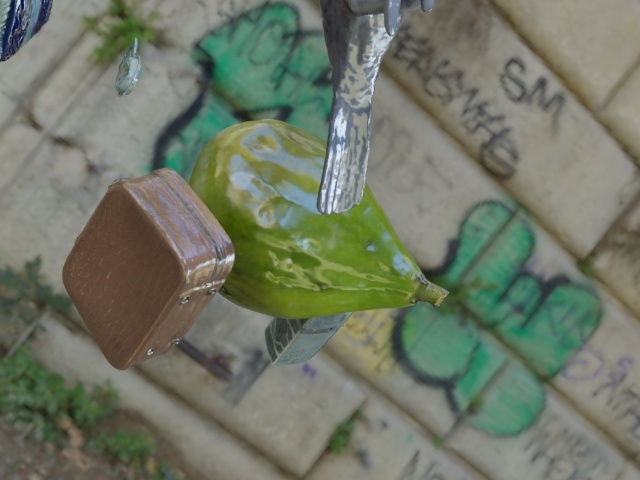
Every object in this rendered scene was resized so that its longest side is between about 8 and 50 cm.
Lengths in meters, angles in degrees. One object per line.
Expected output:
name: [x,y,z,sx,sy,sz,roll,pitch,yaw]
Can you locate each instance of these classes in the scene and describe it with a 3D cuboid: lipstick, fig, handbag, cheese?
lipstick: [-0.011,0.111,1.859,0.290,0.076,0.077,124,-47,-59]
fig: [-0.029,0.007,1.488,0.314,0.233,0.233,53,2,19]
handbag: [-0.178,0.025,1.227,0.072,0.193,0.151,-21,66,-43]
cheese: [-0.290,-0.256,1.865,0.026,0.067,0.121,26,27,-25]

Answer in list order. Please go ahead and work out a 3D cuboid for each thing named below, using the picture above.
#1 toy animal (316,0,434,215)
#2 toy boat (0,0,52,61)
toy animal: [0.045,-0.209,1.059,0.081,0.367,0.206,-3,-1,-23]
toy boat: [-0.437,-0.295,1.373,0.291,0.221,0.067,-15,30,-38]
